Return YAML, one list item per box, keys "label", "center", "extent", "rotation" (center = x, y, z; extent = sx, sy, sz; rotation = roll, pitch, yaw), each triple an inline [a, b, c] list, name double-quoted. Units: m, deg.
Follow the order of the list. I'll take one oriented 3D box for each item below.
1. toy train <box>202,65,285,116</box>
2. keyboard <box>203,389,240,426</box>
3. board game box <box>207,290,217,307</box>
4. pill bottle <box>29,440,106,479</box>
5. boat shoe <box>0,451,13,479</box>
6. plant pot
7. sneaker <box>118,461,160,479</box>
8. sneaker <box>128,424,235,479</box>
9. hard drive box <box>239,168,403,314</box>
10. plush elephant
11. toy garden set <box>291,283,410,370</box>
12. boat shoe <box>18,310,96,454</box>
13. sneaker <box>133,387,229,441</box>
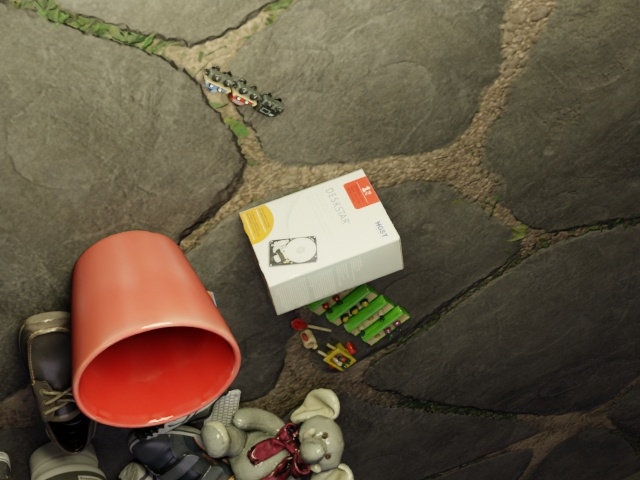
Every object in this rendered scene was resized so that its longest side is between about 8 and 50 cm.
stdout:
- label: "toy train"
  center: [-0.119, -0.222, 1.428]
  extent: [0.036, 0.027, 0.158]
  rotation: [-36, 142, 30]
- label: "keyboard"
  center: [-0.225, 0.411, 2.102]
  extent: [0.072, 0.014, 0.256]
  rotation: [-9, 138, -20]
- label: "board game box"
  center: [-0.254, 0.163, 1.788]
  extent: [0.133, 0.033, 0.168]
  rotation: [-18, 141, -9]
- label: "pill bottle"
  center: [-0.499, 0.552, 1.899]
  extent: [0.161, 0.283, 0.161]
  rotation: [-15, 140, -12]
- label: "boat shoe"
  center: [-0.659, 0.524, 1.949]
  extent: [0.080, 0.076, 0.228]
  rotation: [-6, 137, -23]
- label: "plant pot"
  center: [-0.292, 0.133, 1.564]
  extent: [0.275, 0.243, 0.274]
  rotation: [-14, 141, -12]
- label: "sneaker"
  center: [-0.426, 0.605, 2.151]
  extent: [0.153, 0.094, 0.235]
  rotation: [31, 106, -37]
- label: "sneaker"
  center: [-0.277, 0.499, 2.076]
  extent: [0.126, 0.127, 0.321]
  rotation: [-39, 135, 24]
- label: "hard drive box"
  center: [0.000, 0.000, 1.620]
  extent: [0.232, 0.181, 0.089]
  rotation: [-20, 140, -7]
- label: "plush elephant"
  center: [-0.061, 0.468, 2.061]
  extent: [0.256, 0.271, 0.330]
  rotation: [-21, 175, 14]
- label: "toy garden set"
  center: [0.052, 0.183, 1.961]
  extent: [0.204, 0.049, 0.244]
  rotation: [-38, 140, 16]
- label: "boat shoe"
  center: [-0.457, 0.265, 1.717]
  extent: [0.132, 0.130, 0.355]
  rotation: [-15, 141, -13]
- label: "sneaker"
  center: [-0.279, 0.348, 1.950]
  extent: [0.234, 0.078, 0.106]
  rotation: [-40, 137, 14]
